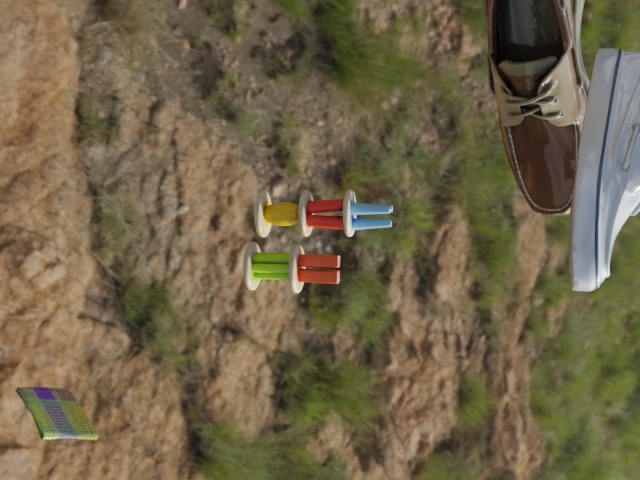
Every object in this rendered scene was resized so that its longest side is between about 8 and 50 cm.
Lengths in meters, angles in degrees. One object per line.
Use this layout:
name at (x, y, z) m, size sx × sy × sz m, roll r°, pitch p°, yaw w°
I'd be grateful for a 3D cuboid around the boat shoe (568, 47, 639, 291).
boat shoe at (0.293, -0.072, 0.850) m, size 0.095 × 0.084 × 0.258 m, roll 47°, pitch 53°, yaw -67°

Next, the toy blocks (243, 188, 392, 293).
toy blocks at (0.000, 0.000, 0.942) m, size 0.054 × 0.148 × 0.123 m, roll 71°, pitch 23°, yaw -55°

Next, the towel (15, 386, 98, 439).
towel at (-0.241, 0.160, 0.805) m, size 0.009 × 0.060 × 0.083 m, roll -42°, pitch 158°, yaw 8°

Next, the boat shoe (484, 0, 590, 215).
boat shoe at (0.239, -0.181, 0.988) m, size 0.116 × 0.123 × 0.324 m, roll -24°, pitch 106°, yaw -56°
